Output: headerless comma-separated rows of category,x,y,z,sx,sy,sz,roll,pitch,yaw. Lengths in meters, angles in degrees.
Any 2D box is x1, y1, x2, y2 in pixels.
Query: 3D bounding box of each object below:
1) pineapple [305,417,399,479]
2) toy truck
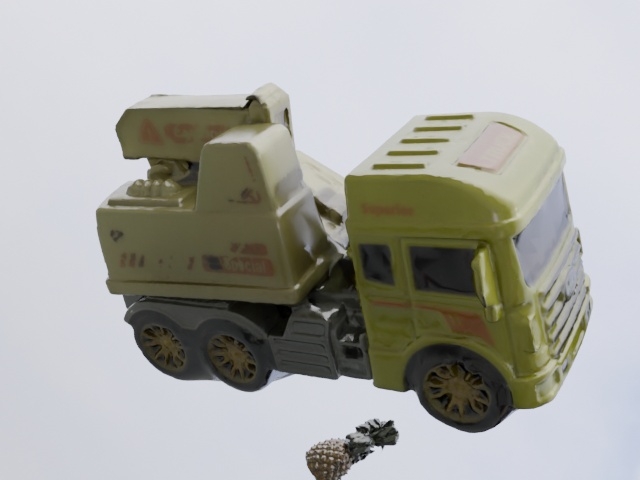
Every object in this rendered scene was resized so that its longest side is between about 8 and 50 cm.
pineapple,0.055,0.342,1.270,0.074,0.159,0.074,62,-5,10
toy truck,0.000,0.000,0.631,0.405,0.180,0.254,4,-58,31
